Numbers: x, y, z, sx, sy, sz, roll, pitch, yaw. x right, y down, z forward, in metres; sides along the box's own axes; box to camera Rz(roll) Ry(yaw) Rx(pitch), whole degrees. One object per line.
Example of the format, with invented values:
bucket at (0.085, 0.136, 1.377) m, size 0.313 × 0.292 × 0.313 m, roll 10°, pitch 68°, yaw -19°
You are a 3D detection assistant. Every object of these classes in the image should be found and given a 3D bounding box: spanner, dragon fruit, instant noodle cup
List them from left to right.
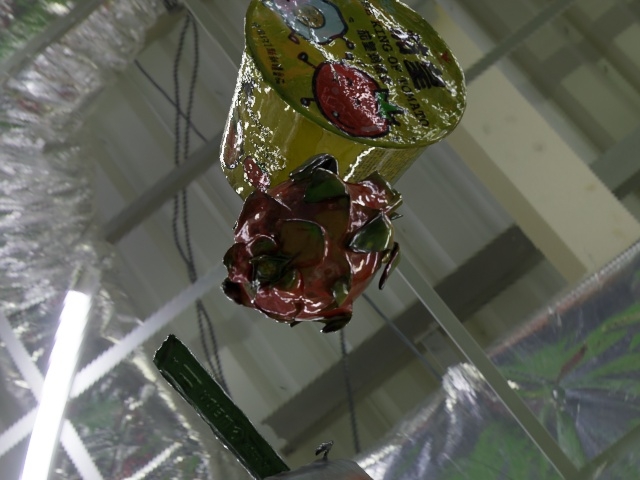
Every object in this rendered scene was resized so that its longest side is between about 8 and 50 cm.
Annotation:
spanner at (-0.025, 0.201, 0.853) m, size 0.093 × 0.026 × 0.325 m, roll -39°, pitch -101°, yaw -15°
dragon fruit at (0.000, -0.002, 0.562) m, size 0.086 × 0.081 × 0.116 m, roll 38°, pitch -127°, yaw 0°
instant noodle cup at (0.004, -0.098, 0.841) m, size 0.182 × 0.144 × 0.182 m, roll 14°, pitch -131°, yaw -17°

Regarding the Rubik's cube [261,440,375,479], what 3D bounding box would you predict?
Rubik's cube at (-0.021, 0.311, 0.300) m, size 0.363 × 0.362 × 0.359 m, roll 40°, pitch -87°, yaw 19°
